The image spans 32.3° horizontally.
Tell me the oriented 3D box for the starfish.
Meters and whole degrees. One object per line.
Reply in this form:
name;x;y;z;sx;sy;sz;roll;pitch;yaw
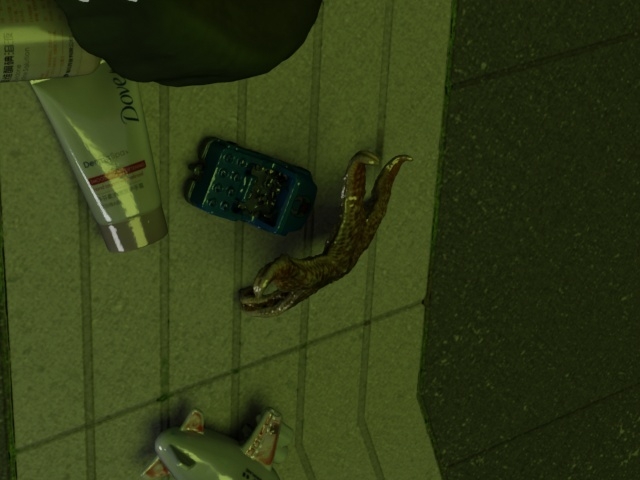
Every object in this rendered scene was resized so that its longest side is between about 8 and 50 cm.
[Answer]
starfish;0.006;0.009;1.479;0.094;0.375;0.327;47;112;7

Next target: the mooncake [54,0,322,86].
mooncake;-0.147;-0.345;1.221;0.351;0.187;0.351;3;87;-54

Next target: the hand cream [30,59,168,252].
hand cream;-0.259;-0.113;1.377;0.133;0.083;0.247;-24;110;-21

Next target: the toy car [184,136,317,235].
toy car;-0.082;-0.064;1.473;0.191;0.100;0.097;17;99;-36

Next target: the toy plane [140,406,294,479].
toy plane;-0.145;0.338;1.595;0.252;0.118;0.252;-13;118;-25

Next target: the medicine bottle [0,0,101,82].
medicine bottle;-0.377;-0.232;1.232;0.252;0.114;0.114;-8;114;-26
